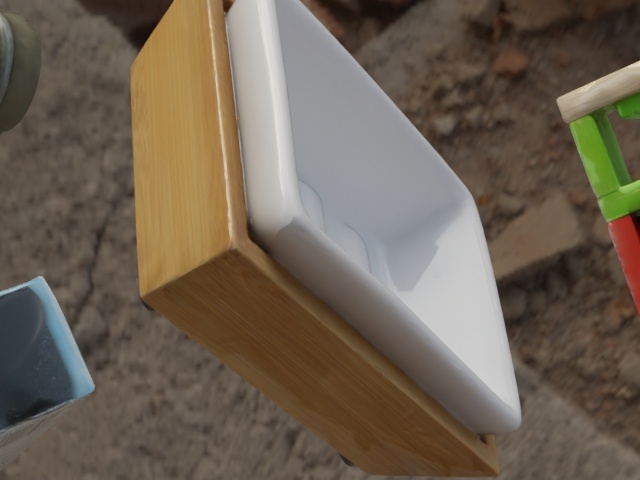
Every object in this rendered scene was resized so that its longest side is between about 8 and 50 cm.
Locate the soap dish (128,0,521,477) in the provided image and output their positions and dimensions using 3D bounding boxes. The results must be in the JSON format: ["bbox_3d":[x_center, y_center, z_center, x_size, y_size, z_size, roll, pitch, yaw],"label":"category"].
[{"bbox_3d":[0.000,0.000,1.086,0.118,0.291,0.229,-27,47,21],"label":"soap dish"}]

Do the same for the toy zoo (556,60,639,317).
[{"bbox_3d":[0.252,0.029,0.854,0.192,0.030,0.293,-23,81,27],"label":"toy zoo"}]

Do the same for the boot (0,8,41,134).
[{"bbox_3d":[-0.223,-0.088,0.611,0.190,0.208,0.076,2,84,37],"label":"boot"}]

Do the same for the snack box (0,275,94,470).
[{"bbox_3d":[-0.265,0.120,0.711,0.322,0.187,0.060,-22,81,-34],"label":"snack box"}]
